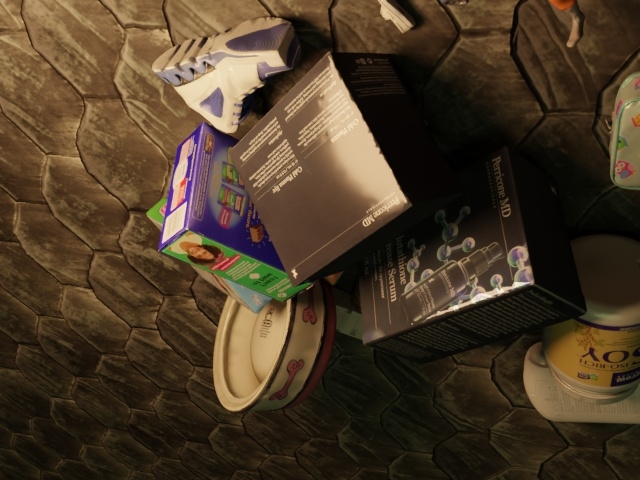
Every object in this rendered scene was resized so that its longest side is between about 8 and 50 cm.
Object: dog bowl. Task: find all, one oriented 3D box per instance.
[{"bbox_3d":[-0.111,0.230,1.753,0.150,0.408,0.408,19,140,-27],"label":"dog bowl"}]

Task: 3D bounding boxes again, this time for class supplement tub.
[{"bbox_3d":[0.608,0.177,1.544,0.240,0.241,0.331,3,134,16],"label":"supplement tub"}]

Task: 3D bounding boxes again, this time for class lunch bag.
[{"bbox_3d":[0.651,-0.188,1.259,0.279,0.108,0.224,3,138,17],"label":"lunch bag"}]

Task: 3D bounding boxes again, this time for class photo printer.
[{"bbox_3d":[0.674,0.358,1.800,0.307,0.107,0.256,-5,132,24],"label":"photo printer"}]

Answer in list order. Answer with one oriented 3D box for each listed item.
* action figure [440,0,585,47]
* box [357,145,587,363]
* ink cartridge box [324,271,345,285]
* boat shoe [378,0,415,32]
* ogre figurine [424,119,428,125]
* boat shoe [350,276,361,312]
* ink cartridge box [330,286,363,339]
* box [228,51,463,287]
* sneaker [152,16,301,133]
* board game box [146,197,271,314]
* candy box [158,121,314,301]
[{"bbox_3d":[0.331,-0.462,1.100,0.330,0.179,0.341,41,160,-13],"label":"action figure"},{"bbox_3d":[0.286,0.047,1.448,0.395,0.294,0.212,-26,144,36],"label":"box"},{"bbox_3d":[0.000,0.000,1.668,0.179,0.045,0.145,40,138,10],"label":"ink cartridge box"},{"bbox_3d":[0.124,-0.409,1.270,0.100,0.035,0.035,36,132,-26],"label":"boat shoe"},{"bbox_3d":[0.159,-0.194,1.435,0.118,0.096,0.197,-34,85,54],"label":"ogre figurine"},{"bbox_3d":[0.223,0.180,1.786,0.307,0.111,0.104,26,141,6],"label":"boat shoe"},{"bbox_3d":[0.059,0.187,1.871,0.180,0.060,0.104,20,137,-2],"label":"ink cartridge box"},{"bbox_3d":[0.036,-0.130,1.367,0.343,0.178,0.313,-35,75,41],"label":"box"},{"bbox_3d":[-0.160,-0.316,1.408,0.315,0.128,0.182,-3,137,31],"label":"sneaker"},{"bbox_3d":[-0.267,0.032,1.697,0.316,0.064,0.242,24,155,54],"label":"board game box"},{"bbox_3d":[-0.157,-0.054,1.499,0.317,0.268,0.122,25,142,-31],"label":"candy box"}]
